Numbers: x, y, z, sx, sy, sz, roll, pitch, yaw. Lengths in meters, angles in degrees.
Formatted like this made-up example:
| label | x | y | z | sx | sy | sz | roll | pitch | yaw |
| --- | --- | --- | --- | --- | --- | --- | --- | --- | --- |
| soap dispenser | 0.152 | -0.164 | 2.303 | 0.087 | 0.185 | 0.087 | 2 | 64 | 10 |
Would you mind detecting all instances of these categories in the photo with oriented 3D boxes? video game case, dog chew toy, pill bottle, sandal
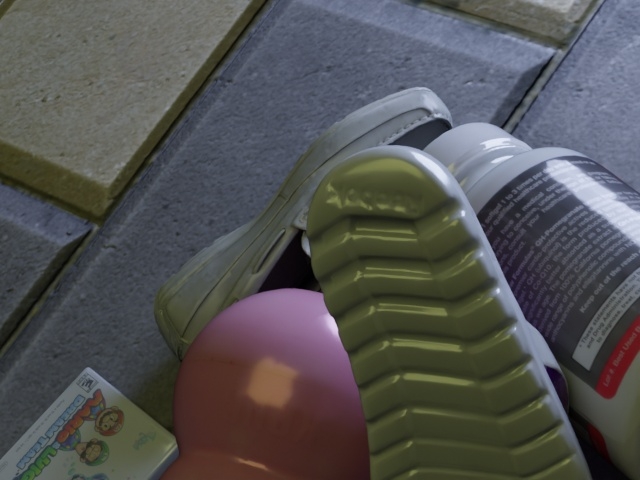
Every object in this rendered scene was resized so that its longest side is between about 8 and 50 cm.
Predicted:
| label | x | y | z | sx | sy | sz | roll | pitch | yaw |
| --- | --- | --- | --- | --- | --- | --- | --- | --- | --- |
| video game case | -0.213 | 0.202 | 1.734 | 0.157 | 0.019 | 0.143 | -47 | 49 | -11 |
| dog chew toy | -0.041 | 0.208 | 1.527 | 0.206 | 0.206 | 0.332 | 9 | 69 | 33 |
| pill bottle | 0.198 | 0.037 | 1.535 | 0.176 | 0.176 | 0.318 | -43 | 48 | -7 |
| sandal | 0.111 | 0.126 | 1.441 | 0.169 | 0.416 | 0.102 | -10 | 10 | 21 |

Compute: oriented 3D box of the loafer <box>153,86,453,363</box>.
| label | x | y | z | sx | sy | sz | roll | pitch | yaw |
| --- | --- | --- | --- | --- | --- | --- | --- | --- | --- |
| loafer | 0.000 | 0.000 | 1.721 | 0.319 | 0.112 | 0.111 | -44 | 53 | 2 |
